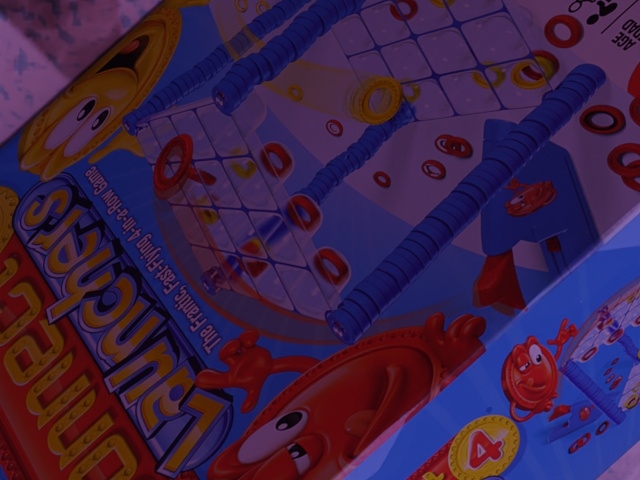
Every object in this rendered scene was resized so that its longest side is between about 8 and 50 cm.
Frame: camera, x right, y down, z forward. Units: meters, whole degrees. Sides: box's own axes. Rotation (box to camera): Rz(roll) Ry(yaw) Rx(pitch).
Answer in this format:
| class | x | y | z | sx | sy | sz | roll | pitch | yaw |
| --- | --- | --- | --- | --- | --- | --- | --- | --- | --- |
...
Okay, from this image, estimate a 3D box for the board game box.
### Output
| class | x | y | z | sx | sy | sz | roll | pitch | yaw |
| --- | --- | --- | --- | --- | --- | --- | --- | --- | --- |
| board game box | 0.000 | 0.000 | 0.751 | 0.302 | 0.308 | 0.086 | -42 | 128 | 0 |
